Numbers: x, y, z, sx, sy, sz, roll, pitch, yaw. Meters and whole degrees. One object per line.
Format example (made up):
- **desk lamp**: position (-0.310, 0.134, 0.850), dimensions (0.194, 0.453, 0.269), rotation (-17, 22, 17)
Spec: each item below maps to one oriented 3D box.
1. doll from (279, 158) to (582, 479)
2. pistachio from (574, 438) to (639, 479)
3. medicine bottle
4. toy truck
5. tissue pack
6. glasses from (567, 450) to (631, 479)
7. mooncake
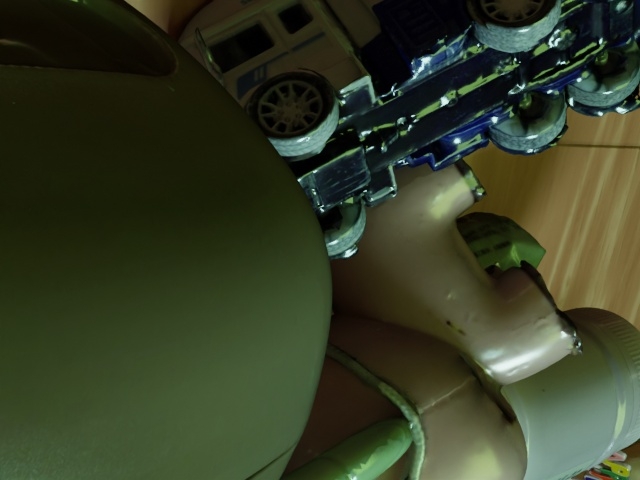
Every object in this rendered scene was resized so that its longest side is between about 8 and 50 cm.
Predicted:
- **doll**: position (0.013, 0.093, 0.879), dimensions (0.268, 0.216, 0.284), rotation (-35, -179, -4)
- **pistachio**: position (0.323, 0.363, 1.688), dimensions (0.318, 0.214, 0.193), rotation (-59, -165, 7)
- **medicine bottle**: position (0.149, 0.126, 1.091), dimensions (0.250, 0.133, 0.133), rotation (-10, 129, -49)
- **toy truck**: position (0.051, -0.116, 0.783), dimensions (0.268, 0.155, 0.124), rotation (-28, 147, -6)
- **tissue pack**: position (-0.180, 0.031, 0.464), dimensions (0.387, 0.267, 0.277), rotation (-8, 130, -53)
- **glasses**: position (0.266, 0.211, 1.483), dimensions (0.095, 0.162, 0.255), rotation (-51, 153, -15)
- **mooncake**: position (0.095, 0.040, 1.114), dimensions (0.125, 0.073, 0.130), rotation (-17, 143, -44)
